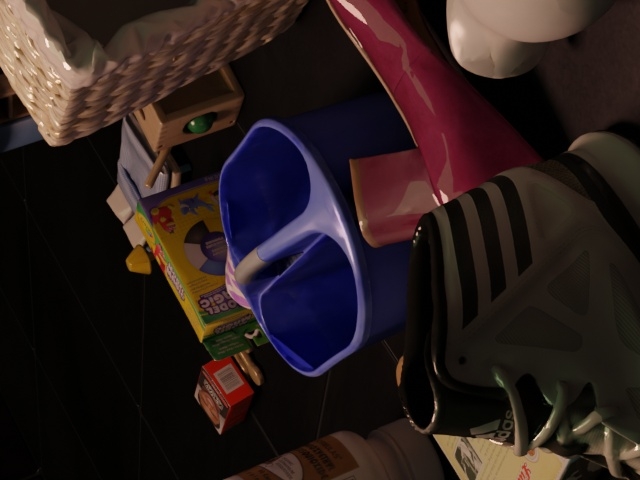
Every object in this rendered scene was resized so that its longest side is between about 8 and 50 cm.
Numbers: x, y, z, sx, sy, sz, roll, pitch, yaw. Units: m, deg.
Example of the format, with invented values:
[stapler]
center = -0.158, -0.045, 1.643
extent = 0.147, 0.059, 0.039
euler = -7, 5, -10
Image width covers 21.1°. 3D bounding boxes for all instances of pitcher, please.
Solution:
[pitcher]
center = 0.148, -0.225, 1.243
extent = 0.207, 0.125, 0.177
euler = 136, 127, -79

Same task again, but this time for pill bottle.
[pill bottle]
center = 0.012, 0.279, 1.850
extent = 0.131, 0.229, 0.131
euler = 51, 152, 40

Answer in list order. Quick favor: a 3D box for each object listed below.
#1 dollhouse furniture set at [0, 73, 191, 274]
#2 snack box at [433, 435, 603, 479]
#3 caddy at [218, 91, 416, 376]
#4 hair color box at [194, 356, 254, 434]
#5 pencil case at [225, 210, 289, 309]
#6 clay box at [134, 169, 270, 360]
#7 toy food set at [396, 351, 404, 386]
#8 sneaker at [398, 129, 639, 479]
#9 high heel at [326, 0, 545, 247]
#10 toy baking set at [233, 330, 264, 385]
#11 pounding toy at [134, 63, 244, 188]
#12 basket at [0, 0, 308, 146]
[dollhouse furniture set]
center = -0.311, -0.125, 2.306
extent = 0.303, 0.198, 0.286
euler = 58, 156, 25
[snack box]
center = 0.183, 0.144, 1.550
extent = 0.187, 0.060, 0.322
euler = 59, 156, 26
[caddy]
center = 0.000, 0.000, 1.699
extent = 0.241, 0.179, 0.341
euler = 67, 159, 9
[hair color box]
center = -0.134, 0.213, 2.374
extent = 0.072, 0.043, 0.141
euler = 55, 161, 14
[pencil case]
center = -0.062, -0.006, 1.965
extent = 0.086, 0.088, 0.206
euler = 51, 152, 24
[clay box]
center = -0.121, 0.029, 2.086
extent = 0.222, 0.127, 0.053
euler = 58, 155, 24
[toy food set]
center = 0.105, 0.155, 1.803
extent = 0.082, 0.020, 0.083
euler = 5, 115, 67
[sneaker]
center = 0.205, 0.148, 1.230
extent = 0.447, 0.257, 0.169
euler = 60, 157, 21
[high heel]
center = 0.104, -0.185, 1.459
extent = 0.127, 0.181, 0.377
euler = -2, -98, -67
[toy baking set]
center = -0.127, 0.087, 2.294
extent = 0.197, 0.030, 0.256
euler = 47, 156, 32
[pounding toy]
center = -0.171, -0.160, 2.028
extent = 0.141, 0.130, 0.100
euler = 62, 158, 17
[basket]
center = -0.197, -0.308, 1.644
extent = 0.328, 0.331, 0.266
euler = 57, 159, 7
